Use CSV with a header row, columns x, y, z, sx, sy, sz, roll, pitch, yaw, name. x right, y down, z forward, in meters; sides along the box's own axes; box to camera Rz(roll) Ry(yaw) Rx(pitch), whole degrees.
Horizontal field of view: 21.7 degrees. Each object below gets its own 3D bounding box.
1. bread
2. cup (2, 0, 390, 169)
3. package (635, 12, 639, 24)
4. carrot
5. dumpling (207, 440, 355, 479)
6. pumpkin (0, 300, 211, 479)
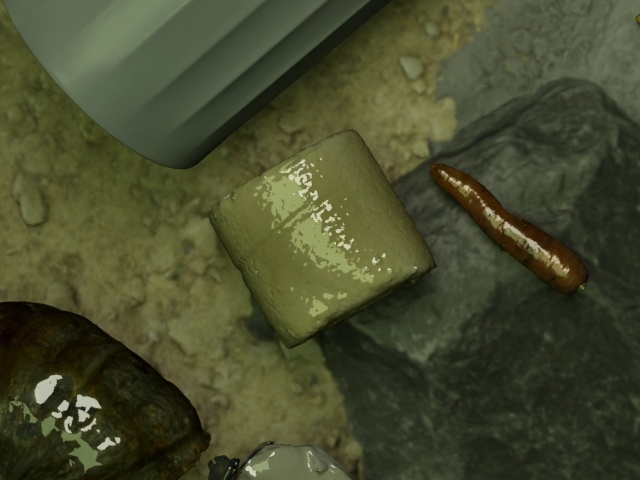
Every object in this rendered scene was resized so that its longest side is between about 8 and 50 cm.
x,y,z,sx,sy,sz,roll,pitch,yaw,name
0.000,0.000,1.375,0.148,0.134,0.141,-32,90,30,bread
-0.083,-0.258,1.266,0.327,0.323,0.237,-39,52,19,cup
0.314,-0.198,1.303,0.071,0.047,0.131,44,105,1,package
0.154,-0.011,1.384,0.165,0.035,0.036,38,106,9,carrot
-0.054,0.319,1.426,0.204,0.163,0.293,32,98,17,dumpling
-0.285,0.178,1.426,0.325,0.242,0.232,-34,98,13,pumpkin
